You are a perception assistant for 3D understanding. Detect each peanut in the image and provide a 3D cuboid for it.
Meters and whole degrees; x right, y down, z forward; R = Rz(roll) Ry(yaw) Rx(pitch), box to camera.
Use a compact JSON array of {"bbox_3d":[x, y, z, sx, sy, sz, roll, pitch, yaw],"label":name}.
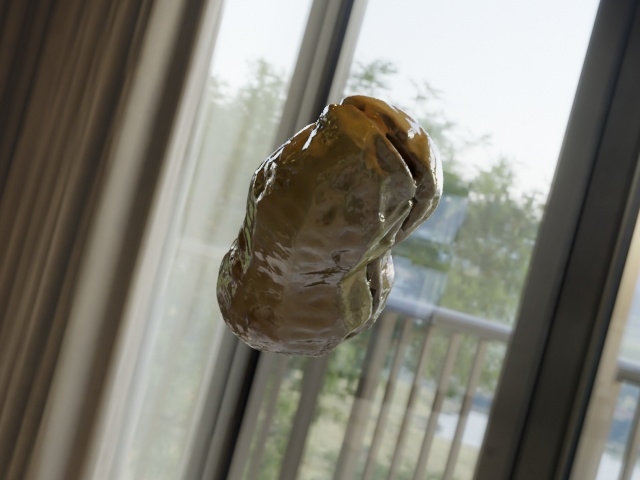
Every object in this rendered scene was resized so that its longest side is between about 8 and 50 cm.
[{"bbox_3d":[0.000,0.000,0.826,0.130,0.130,0.290,15,-34,-6],"label":"peanut"}]
